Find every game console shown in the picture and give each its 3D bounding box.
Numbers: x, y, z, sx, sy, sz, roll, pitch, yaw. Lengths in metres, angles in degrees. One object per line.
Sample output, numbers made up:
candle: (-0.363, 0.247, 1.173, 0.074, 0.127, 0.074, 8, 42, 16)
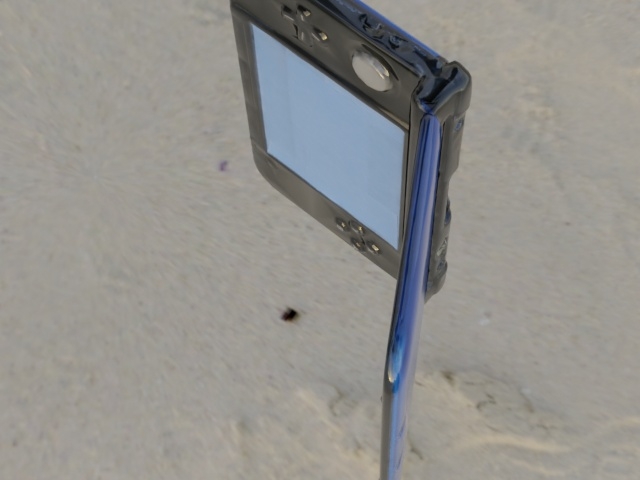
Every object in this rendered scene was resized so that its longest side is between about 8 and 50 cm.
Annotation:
game console: (0.000, 0.000, 0.816, 0.250, 0.293, 0.173, 37, 70, 17)
